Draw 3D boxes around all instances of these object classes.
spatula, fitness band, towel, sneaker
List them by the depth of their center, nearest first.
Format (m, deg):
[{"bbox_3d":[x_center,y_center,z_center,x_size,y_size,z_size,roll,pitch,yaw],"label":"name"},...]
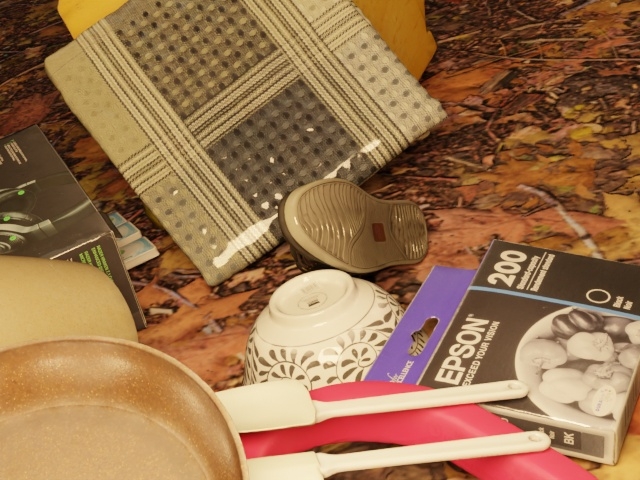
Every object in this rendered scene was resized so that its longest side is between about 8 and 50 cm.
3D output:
[{"bbox_3d":[0.067,0.184,0.812,0.209,0.054,0.291,-21,35,-35],"label":"fitness band"},{"bbox_3d":[0.044,0.136,0.826,0.242,0.019,0.168,-6,27,-12],"label":"spatula"},{"bbox_3d":[0.000,0.000,1.170,0.118,0.083,0.222,-11,-12,30],"label":"sneaker"},{"bbox_3d":[-0.084,-0.159,1.341,0.312,0.324,0.056,-37,-13,-3],"label":"towel"}]

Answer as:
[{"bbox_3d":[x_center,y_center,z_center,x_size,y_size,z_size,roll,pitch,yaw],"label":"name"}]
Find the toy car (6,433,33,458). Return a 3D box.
[{"bbox_3d":[-0.142,0.188,0.909,0.159,0.136,0.182,33,43,13],"label":"toy car"}]

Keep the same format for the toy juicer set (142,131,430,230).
[{"bbox_3d":[-0.067,-0.155,1.433,0.329,0.209,0.089,-21,3,-8],"label":"toy juicer set"}]

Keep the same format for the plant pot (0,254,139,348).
[{"bbox_3d":[-0.298,0.113,1.056,0.256,0.256,0.274,11,22,44],"label":"plant pot"}]

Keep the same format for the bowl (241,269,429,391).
[{"bbox_3d":[0.003,0.077,1.084,0.170,0.080,0.170,-13,27,7],"label":"bowl"}]

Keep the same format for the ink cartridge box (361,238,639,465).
[{"bbox_3d":[0.151,0.076,0.994,0.208,0.045,0.206,8,36,22],"label":"ink cartridge box"}]

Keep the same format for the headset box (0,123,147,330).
[{"bbox_3d":[-0.340,0.029,1.275,0.283,0.131,0.246,-27,40,-16],"label":"headset box"}]

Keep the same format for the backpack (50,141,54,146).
[{"bbox_3d":[-0.375,-0.068,1.581,0.105,0.084,0.114,3,38,34],"label":"backpack"}]

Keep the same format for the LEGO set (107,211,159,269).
[{"bbox_3d":[-0.319,0.025,1.406,0.244,0.060,0.182,-26,24,-15],"label":"LEGO set"}]

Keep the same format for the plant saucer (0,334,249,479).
[{"bbox_3d":[-0.183,0.191,0.751,0.310,0.050,0.311,-10,45,10],"label":"plant saucer"}]

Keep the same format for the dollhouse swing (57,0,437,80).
[{"bbox_3d":[-0.086,-0.290,1.557,0.305,0.347,0.315,-15,25,29],"label":"dollhouse swing"}]
